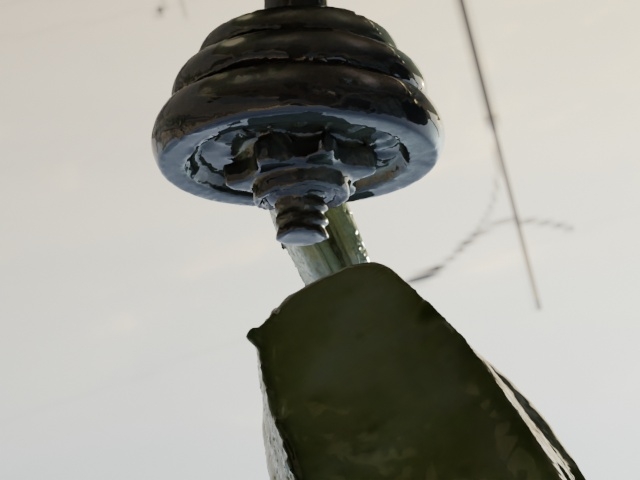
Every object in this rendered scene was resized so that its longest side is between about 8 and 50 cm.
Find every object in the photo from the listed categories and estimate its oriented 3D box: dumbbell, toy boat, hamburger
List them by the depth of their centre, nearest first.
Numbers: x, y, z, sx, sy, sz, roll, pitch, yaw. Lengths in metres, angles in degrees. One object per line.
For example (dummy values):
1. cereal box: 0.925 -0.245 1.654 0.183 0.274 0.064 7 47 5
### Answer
1. toy boat: 0.030 0.077 0.579 0.093 0.055 0.293 -29 -148 -2
2. dumbbell: -0.016 -0.193 1.158 0.179 0.406 0.179 -1 162 0
3. hamburger: 0.003 -0.002 1.264 0.054 0.084 0.121 -20 -123 -5
